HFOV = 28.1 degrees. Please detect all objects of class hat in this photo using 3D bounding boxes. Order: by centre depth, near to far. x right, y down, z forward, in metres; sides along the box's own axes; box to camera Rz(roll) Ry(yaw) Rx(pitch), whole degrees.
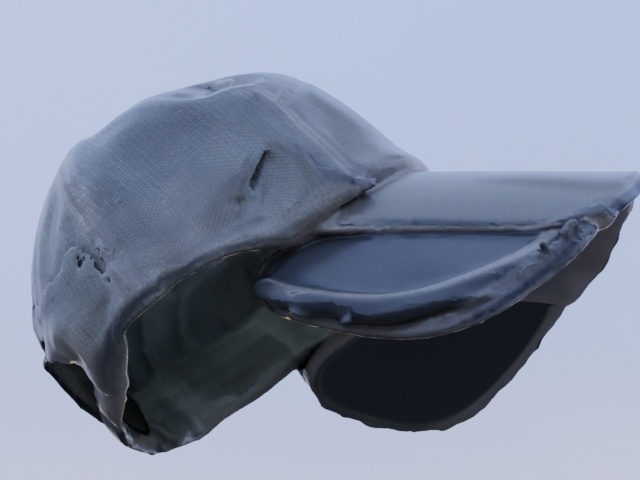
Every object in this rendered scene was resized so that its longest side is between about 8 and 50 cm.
[{"bbox_3d":[0.009,0.002,0.571,0.275,0.161,0.232,-8,-14,3],"label":"hat"}]
